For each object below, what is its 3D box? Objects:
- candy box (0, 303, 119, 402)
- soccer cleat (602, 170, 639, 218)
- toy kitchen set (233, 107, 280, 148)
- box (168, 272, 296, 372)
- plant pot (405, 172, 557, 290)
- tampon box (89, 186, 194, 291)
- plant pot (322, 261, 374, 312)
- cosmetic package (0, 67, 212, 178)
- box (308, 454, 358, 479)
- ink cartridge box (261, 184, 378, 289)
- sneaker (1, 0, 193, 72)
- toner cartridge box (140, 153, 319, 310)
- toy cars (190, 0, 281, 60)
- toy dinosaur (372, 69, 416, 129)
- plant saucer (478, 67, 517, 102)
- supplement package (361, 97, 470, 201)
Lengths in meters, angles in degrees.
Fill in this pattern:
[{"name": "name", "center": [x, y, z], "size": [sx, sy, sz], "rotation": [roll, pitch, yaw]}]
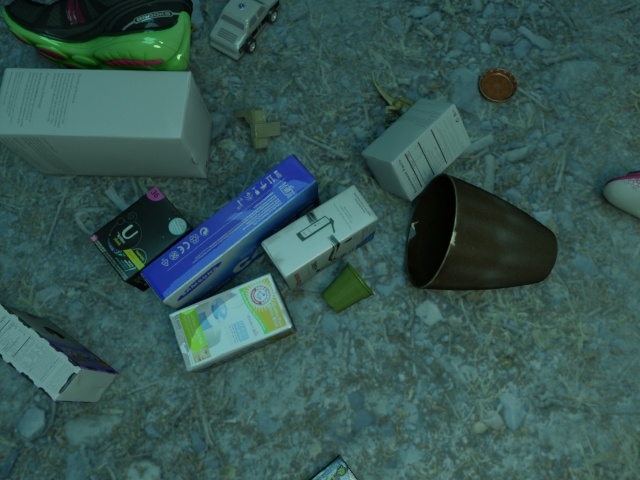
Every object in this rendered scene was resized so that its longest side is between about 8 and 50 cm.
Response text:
[{"name": "candy box", "center": [-0.491, 0.209, 0.956], "size": [0.196, 0.165, 0.070], "rotation": [32, 76, 11]}, {"name": "soccer cleat", "center": [0.714, -0.037, 1.006], "size": [0.331, 0.116, 0.143], "rotation": [13, 74, 6]}, {"name": "toy kitchen set", "center": [-0.137, -0.247, 1.149], "size": [0.068, 0.075, 0.083], "rotation": [-17, 110, -40]}, {"name": "box", "center": [-0.160, 0.157, 0.990], "size": [0.203, 0.103, 0.114], "rotation": [-22, 75, -4]}, {"name": "plant pot", "center": [0.307, 0.005, 0.981], "size": [0.231, 0.215, 0.215], "rotation": [12, 74, -10]}, {"name": "tampon box", "center": [-0.340, -0.002, 1.044], "size": [0.161, 0.101, 0.120], "rotation": [-41, 77, -10]}, {"name": "plant pot", "center": [0.048, 0.098, 1.018], "size": [0.079, 0.083, 0.083], "rotation": [-39, 76, 3]}, {"name": "cosmetic package", "center": [-0.423, -0.230, 1.066], "size": [0.366, 0.197, 0.155], "rotation": [1, 73, 1]}, {"name": "box", "center": [0.009, 0.465, 0.934], "size": [0.137, 0.027, 0.094], "rotation": [-37, 77, -8]}, {"name": "ink cartridge box", "center": [0.000, 0.000, 1.007], "size": [0.203, 0.148, 0.086], "rotation": [-33, 77, -6]}, {"name": "sneaker", "center": [-0.455, -0.453, 1.103], "size": [0.483, 0.185, 0.202], "rotation": [15, 83, 20]}, {"name": "toner cartridge box", "center": [-0.157, -0.006, 1.006], "size": [0.348, 0.165, 0.075], "rotation": [-39, 76, -8]}, {"name": "toy cars", "center": [-0.274, -0.484, 1.189], "size": [0.394, 0.087, 0.176], "rotation": [-17, 74, -3]}, {"name": "toy dinosaur", "center": [0.169, -0.286, 1.143], "size": [0.183, 0.053, 0.092], "rotation": [31, 62, 3]}, {"name": "plant saucer", "center": [0.391, -0.341, 1.160], "size": [0.084, 0.013, 0.083], "rotation": [0, 74, 1]}, {"name": "supplement package", "center": [0.192, -0.185, 1.056], "size": [0.179, 0.105, 0.105], "rotation": [-43, 36, -9]}]
